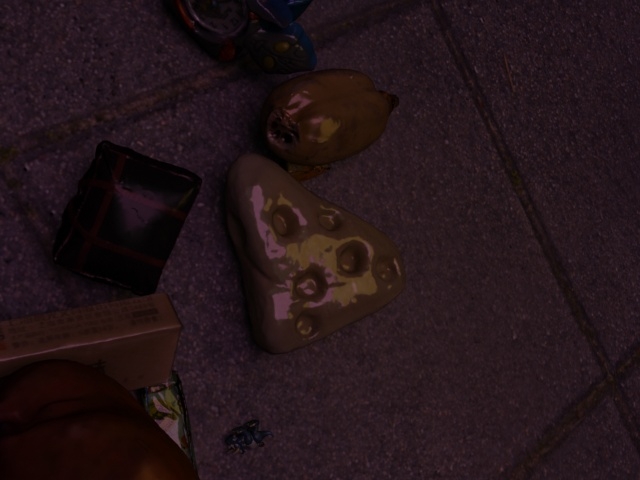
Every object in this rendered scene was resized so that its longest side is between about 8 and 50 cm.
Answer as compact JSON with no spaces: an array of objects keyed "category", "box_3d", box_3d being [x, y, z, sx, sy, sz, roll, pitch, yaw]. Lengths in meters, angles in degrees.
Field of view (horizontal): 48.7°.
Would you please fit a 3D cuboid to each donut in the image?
[{"category":"donut","box_3d":[-0.028,-0.140,1.332,0.083,0.067,0.038,-22,69,1]}]

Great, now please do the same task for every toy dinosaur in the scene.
[{"category":"toy dinosaur","box_3d":[-0.122,0.336,1.201,0.083,0.030,0.047,-20,92,-31]}]

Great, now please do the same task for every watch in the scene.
[{"category":"watch","box_3d":[-0.095,-0.462,1.272,0.305,0.241,0.274,38,50,-19]}]

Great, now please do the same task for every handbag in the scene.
[{"category":"handbag","box_3d":[-0.302,-0.035,1.089,0.169,0.155,0.215,24,87,-23]}]

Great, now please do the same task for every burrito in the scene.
[{"category":"burrito","box_3d":[-0.247,0.351,1.110,0.104,0.054,0.288,-7,84,-31]}]

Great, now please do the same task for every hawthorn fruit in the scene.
[{"category":"hawthorn fruit","box_3d":[-0.322,0.387,0.837,0.472,0.472,0.471,6,78,-30]}]

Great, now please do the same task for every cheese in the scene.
[{"category":"cheese","box_3d":[0.000,0.000,1.280,0.328,0.129,0.351,-13,89,-30]}]

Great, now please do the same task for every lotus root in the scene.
[{"category":"lotus root","box_3d":[0.027,-0.235,1.327,0.343,0.151,0.169,-24,77,-48]}]

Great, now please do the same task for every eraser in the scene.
[{"category":"eraser","box_3d":[-0.376,0.171,1.008,0.343,0.144,0.078,-9,47,-31]}]
